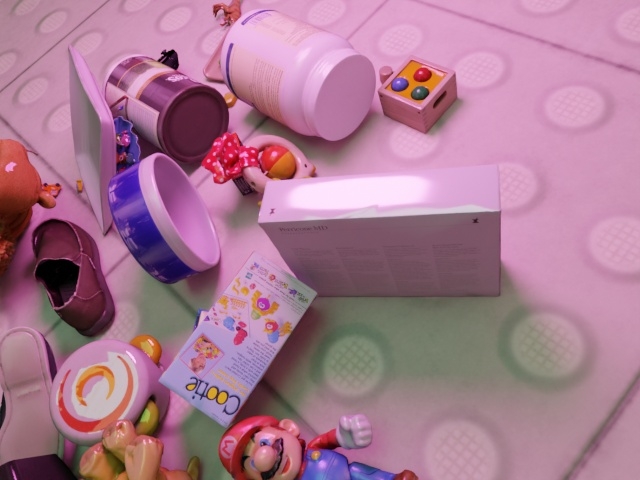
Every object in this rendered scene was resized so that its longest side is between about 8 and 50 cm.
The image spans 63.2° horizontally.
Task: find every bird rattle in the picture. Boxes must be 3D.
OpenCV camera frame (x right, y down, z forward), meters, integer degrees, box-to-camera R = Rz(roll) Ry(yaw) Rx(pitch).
[{"bbox_3d":[-0.123,-0.156,1.166,0.254,0.143,0.207,35,48,8],"label":"bird rattle"}]

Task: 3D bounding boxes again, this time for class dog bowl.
[{"bbox_3d":[-0.324,-0.045,1.104,0.104,0.265,0.264,-25,56,6],"label":"dog bowl"}]

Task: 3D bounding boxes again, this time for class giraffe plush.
[{"bbox_3d":[-0.286,0.420,0.879,0.210,0.170,0.181,35,86,36],"label":"giraffe plush"}]

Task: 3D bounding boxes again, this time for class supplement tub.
[{"bbox_3d":[-0.055,-0.391,1.232,0.325,0.235,0.235,35,77,31],"label":"supplement tub"}]

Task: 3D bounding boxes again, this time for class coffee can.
[{"bbox_3d":[-0.401,-0.342,1.341,0.275,0.201,0.201,32,75,31],"label":"coffee can"}]

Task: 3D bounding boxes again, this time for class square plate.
[{"bbox_3d":[-0.569,-0.250,1.305,0.049,0.347,0.344,-12,50,-31],"label":"square plate"}]

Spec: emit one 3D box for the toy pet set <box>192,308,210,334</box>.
[{"bbox_3d":[-0.201,0.189,1.064,0.114,0.065,0.122,15,65,-13],"label":"toy pet set"}]

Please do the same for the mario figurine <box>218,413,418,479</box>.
[{"bbox_3d":[-0.020,0.372,0.811,0.321,0.170,0.198,15,32,17],"label":"mario figurine"}]

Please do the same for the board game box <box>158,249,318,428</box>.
[{"bbox_3d":[-0.145,0.181,0.957,0.144,0.142,0.275,34,73,3],"label":"board game box"}]

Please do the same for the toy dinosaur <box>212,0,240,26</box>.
[{"bbox_3d":[-0.272,-0.715,1.611,0.112,0.064,0.211,6,71,-5],"label":"toy dinosaur"}]

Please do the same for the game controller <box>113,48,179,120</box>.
[{"bbox_3d":[-0.535,-0.429,1.494,0.319,0.067,0.166,-50,35,-14],"label":"game controller"}]

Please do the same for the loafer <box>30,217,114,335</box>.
[{"bbox_3d":[-0.596,0.055,1.217,0.134,0.130,0.366,-40,57,-7],"label":"loafer"}]

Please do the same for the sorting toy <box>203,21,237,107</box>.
[{"bbox_3d":[-0.218,-0.494,1.456,0.229,0.041,0.307,17,70,23],"label":"sorting toy"}]

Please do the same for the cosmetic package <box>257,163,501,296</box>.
[{"bbox_3d":[0.119,0.000,0.917,0.378,0.284,0.097,-2,61,17],"label":"cosmetic package"}]

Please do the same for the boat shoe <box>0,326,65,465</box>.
[{"bbox_3d":[-0.581,0.346,1.051,0.127,0.113,0.339,-13,82,-14],"label":"boat shoe"}]

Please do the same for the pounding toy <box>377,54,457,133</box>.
[{"bbox_3d":[0.213,-0.379,1.220,0.206,0.094,0.181,34,76,31],"label":"pounding toy"}]

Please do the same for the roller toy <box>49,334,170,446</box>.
[{"bbox_3d":[-0.398,0.294,1.002,0.191,0.146,0.209,-15,66,1],"label":"roller toy"}]

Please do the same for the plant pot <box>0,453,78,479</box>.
[{"bbox_3d":[-0.521,0.478,0.891,0.188,0.187,0.166,-30,70,0],"label":"plant pot"}]

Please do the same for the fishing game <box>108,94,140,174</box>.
[{"bbox_3d":[-0.504,-0.217,1.300,0.189,0.041,0.263,-6,94,48],"label":"fishing game"}]

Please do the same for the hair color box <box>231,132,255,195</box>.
[{"bbox_3d":[-0.196,-0.185,1.259,0.043,0.072,0.141,-22,57,4],"label":"hair color box"}]

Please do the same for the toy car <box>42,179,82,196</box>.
[{"bbox_3d":[-0.711,-0.140,1.418,0.122,0.060,0.040,-4,92,24],"label":"toy car"}]

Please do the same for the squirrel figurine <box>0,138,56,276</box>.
[{"bbox_3d":[-0.783,-0.057,1.230,0.371,0.281,0.396,-5,75,39],"label":"squirrel figurine"}]
